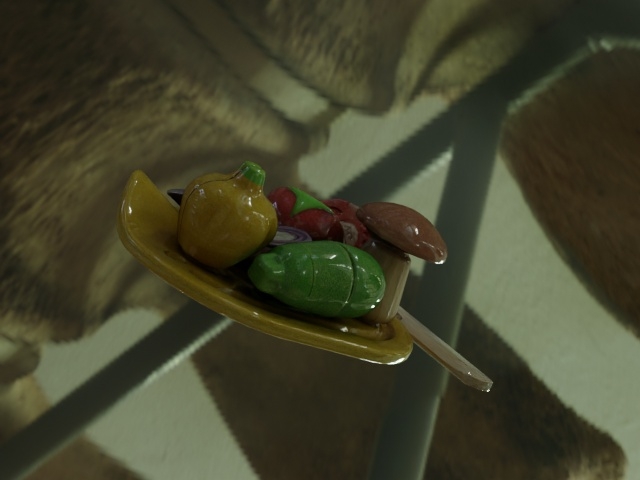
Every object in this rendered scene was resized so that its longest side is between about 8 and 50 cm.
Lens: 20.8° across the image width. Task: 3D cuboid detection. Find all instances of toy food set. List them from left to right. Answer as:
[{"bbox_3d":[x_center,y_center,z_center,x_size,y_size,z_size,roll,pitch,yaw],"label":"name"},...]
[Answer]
[{"bbox_3d":[0.000,0.000,0.883,0.218,0.128,0.071,17,-73,-44],"label":"toy food set"}]
